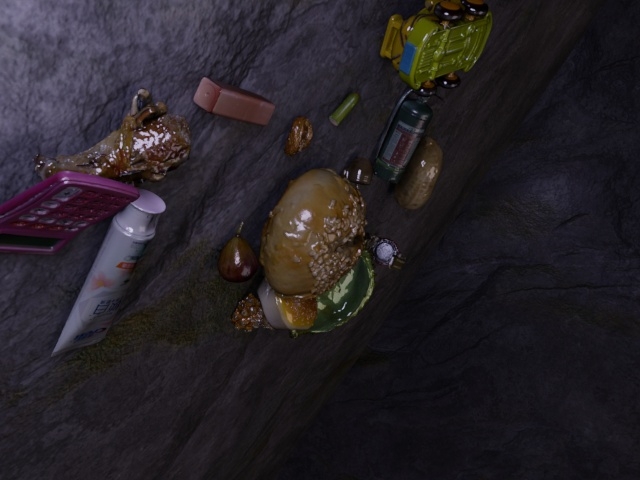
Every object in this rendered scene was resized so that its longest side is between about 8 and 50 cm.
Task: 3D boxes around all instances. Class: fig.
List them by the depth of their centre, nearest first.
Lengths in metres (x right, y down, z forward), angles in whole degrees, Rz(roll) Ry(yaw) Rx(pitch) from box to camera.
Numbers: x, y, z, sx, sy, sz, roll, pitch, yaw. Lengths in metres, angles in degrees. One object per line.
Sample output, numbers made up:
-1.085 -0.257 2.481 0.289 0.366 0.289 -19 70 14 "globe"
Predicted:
-0.174 0.023 1.120 0.089 0.088 0.125 -28 124 -48 "fig"

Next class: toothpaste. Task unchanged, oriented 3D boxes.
-0.335 0.063 0.849 0.100 0.066 0.323 -15 143 -58 "toothpaste"

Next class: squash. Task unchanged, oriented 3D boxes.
0.054 -0.286 1.156 0.083 0.027 0.027 -49 160 -12 "squash"

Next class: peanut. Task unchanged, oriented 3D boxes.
0.314 -0.214 1.713 0.122 0.137 0.253 5 135 -12 "peanut"

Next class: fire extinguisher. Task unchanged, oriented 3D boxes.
0.232 -0.297 1.432 0.093 0.118 0.294 -86 -163 -56 "fire extinguisher"

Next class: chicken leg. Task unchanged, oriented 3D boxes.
-0.262 -0.112 0.704 0.196 0.080 0.125 -38 146 -17 "chicken leg"

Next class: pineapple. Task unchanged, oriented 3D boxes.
-0.166 0.197 1.391 0.114 0.114 0.077 -55 179 19 "pineapple"

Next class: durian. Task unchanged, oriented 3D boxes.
0.045 0.176 1.730 0.394 0.163 0.198 -43 156 -7 "durian"

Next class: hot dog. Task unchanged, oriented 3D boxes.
-0.045 -0.204 1.065 0.058 0.035 0.083 -32 152 -51 "hot dog"

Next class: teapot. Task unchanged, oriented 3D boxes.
0.091 -0.175 1.401 0.110 0.085 0.080 -142 -116 -82 "teapot"

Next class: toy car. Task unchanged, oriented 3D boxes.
0.246 -0.435 1.160 0.247 0.142 0.200 -25 147 -34 "toy car"

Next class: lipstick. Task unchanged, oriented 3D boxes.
-0.132 -0.215 0.842 0.145 0.045 0.045 -6 127 -62 "lipstick"

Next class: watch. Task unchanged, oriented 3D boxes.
0.210 0.038 1.826 0.102 0.165 0.268 -56 162 5 "watch"

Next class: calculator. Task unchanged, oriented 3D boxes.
-0.326 -0.030 0.653 0.190 0.034 0.126 -28 165 18 "calculator"

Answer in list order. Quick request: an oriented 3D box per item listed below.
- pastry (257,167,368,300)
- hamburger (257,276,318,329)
0.000 0.000 1.233 0.284 0.184 0.316 -17 129 -57 "pastry"
-0.080 0.152 1.401 0.116 0.173 0.210 -26 161 13 "hamburger"
